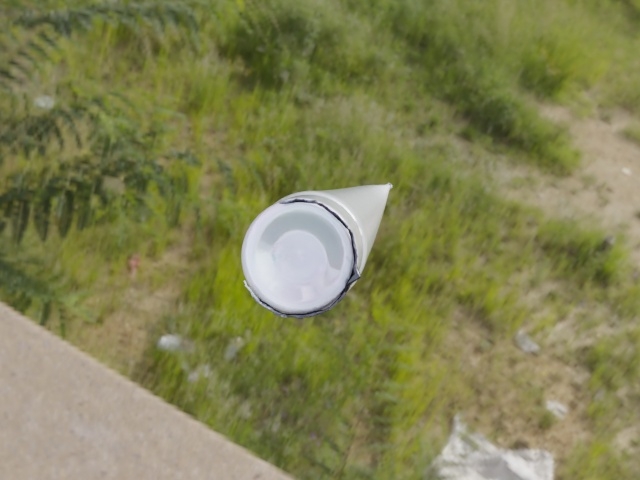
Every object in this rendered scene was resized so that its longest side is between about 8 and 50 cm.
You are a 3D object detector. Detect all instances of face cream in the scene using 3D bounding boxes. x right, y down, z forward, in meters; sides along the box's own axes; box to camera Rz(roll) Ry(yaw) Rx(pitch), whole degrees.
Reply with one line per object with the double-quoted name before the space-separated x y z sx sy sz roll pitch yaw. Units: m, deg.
"face cream" 0.000 0.000 0.631 0.058 0.092 0.243 51 8 0
